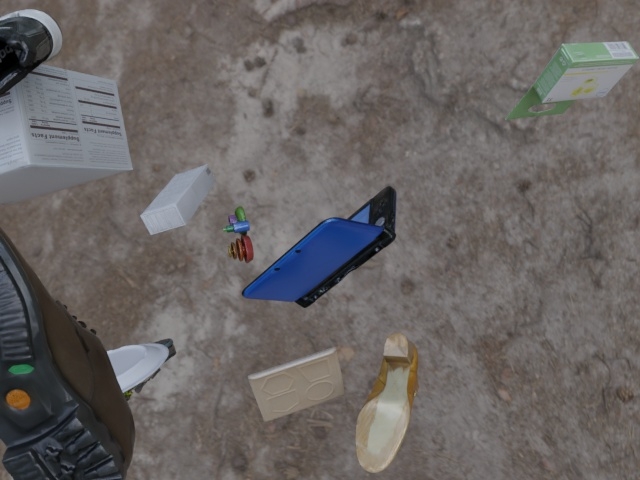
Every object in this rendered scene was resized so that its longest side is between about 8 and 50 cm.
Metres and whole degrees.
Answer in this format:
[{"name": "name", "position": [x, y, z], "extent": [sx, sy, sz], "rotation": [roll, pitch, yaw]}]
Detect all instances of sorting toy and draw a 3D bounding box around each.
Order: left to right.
[{"name": "sorting toy", "position": [-0.139, -0.010, 1.117], "extent": [0.042, 0.061, 0.102], "rotation": [-10, 62, -14]}, {"name": "sorting toy", "position": [-0.049, 0.309, 1.481], "extent": [0.193, 0.208, 0.038], "rotation": [-17, 49, -6]}]

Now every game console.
[{"name": "game console", "position": [0.000, 0.000, 1.422], "extent": [0.293, 0.173, 0.250], "rotation": [-39, 26, 33]}]

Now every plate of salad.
[{"name": "plate of salad", "position": [-0.313, 0.207, 0.996], "extent": [0.200, 0.200, 0.048], "rotation": [-12, 105, 20]}]

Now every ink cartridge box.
[{"name": "ink cartridge box", "position": [0.518, -0.315, 1.432], "extent": [0.171, 0.235, 0.056], "rotation": [-9, 63, -21]}]

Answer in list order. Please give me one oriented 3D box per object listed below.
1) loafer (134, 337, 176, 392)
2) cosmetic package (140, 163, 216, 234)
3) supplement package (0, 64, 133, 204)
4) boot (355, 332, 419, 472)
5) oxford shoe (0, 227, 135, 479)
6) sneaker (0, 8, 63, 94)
[{"name": "loafer", "position": [-0.423, 0.304, 1.459], "extent": [0.268, 0.084, 0.096], "rotation": [-28, 10, -17]}, {"name": "cosmetic package", "position": [-0.339, -0.102, 1.661], "extent": [0.099, 0.060, 0.239], "rotation": [-13, 26, 18]}, {"name": "supplement package", "position": [-0.452, -0.145, 1.005], "extent": [0.262, 0.204, 0.145], "rotation": [-11, 89, 24]}, {"name": "boot", "position": [0.158, 0.352, 1.447], "extent": [0.104, 0.211, 0.295], "rotation": [7, 67, 19]}, {"name": "oxford shoe", "position": [-0.199, 0.072, 0.465], "extent": [0.083, 0.227, 0.096], "rotation": [-21, 14, 7]}, {"name": "sneaker", "position": [-0.416, -0.194, 0.786], "extent": [0.234, 0.078, 0.106], "rotation": [-21, 30, 5]}]
